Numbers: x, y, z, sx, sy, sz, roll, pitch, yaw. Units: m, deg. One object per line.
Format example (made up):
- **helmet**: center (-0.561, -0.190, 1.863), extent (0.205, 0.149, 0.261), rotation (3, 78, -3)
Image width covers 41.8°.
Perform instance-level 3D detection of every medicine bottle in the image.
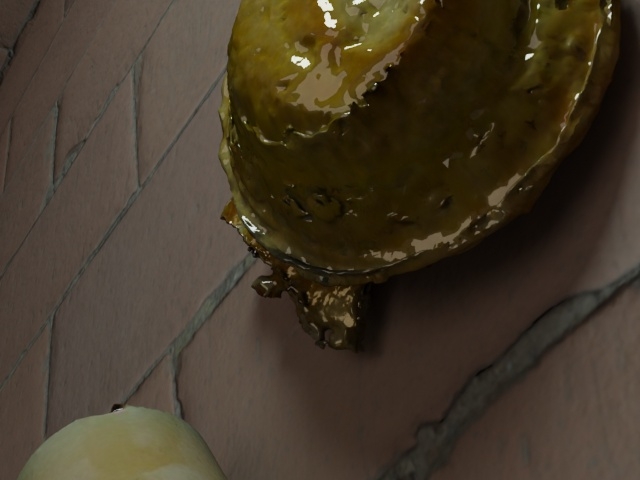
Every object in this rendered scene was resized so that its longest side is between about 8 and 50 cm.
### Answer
- **medicine bottle**: center (-0.145, 0.352, 0.765), extent (0.236, 0.235, 0.406), rotation (-64, 31, 8)

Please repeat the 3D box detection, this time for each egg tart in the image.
- **egg tart**: center (0.046, -0.176, 0.766), extent (0.443, 0.178, 0.443), rotation (-17, 60, 33)

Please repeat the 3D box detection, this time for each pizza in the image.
- **pizza**: center (0.000, 0.000, 0.911), extent (0.189, 0.071, 0.297), rotation (-44, 41, 6)

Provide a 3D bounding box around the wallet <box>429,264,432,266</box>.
- **wallet**: center (0.076, -0.061, 0.822), extent (0.103, 0.020, 0.196), rotation (-51, 47, 4)
